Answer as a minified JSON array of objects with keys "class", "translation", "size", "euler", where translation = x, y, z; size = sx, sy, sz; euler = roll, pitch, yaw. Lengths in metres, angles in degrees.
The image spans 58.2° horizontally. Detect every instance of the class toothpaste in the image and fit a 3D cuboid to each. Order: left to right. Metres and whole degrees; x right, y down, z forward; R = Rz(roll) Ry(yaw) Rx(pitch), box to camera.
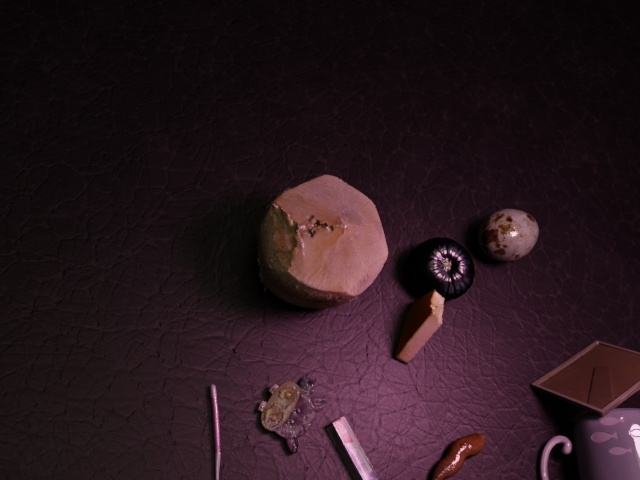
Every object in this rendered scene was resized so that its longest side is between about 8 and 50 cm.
[{"class":"toothpaste","translation":[0.085,0.550,1.469],"size":[0.047,0.040,0.196],"euler":[-23,74,-28]}]

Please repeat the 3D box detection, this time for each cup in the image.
[{"class":"cup","translation":[0.787,0.616,1.579],"size":[0.357,0.259,0.274],"euler":[-5,62,13]}]

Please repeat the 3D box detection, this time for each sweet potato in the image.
[{"class":"sweet potato","translation":[0.365,0.578,1.542],"size":[0.219,0.051,0.065],"euler":[-28,79,-28]}]

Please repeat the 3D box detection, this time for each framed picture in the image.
[{"class":"framed picture","translation":[0.823,0.396,1.693],"size":[0.324,0.241,0.020],"euler":[-23,108,-27]}]

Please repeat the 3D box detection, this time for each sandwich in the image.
[{"class":"sandwich","translation":[0.287,0.239,1.614],"size":[0.058,0.162,0.192],"euler":[29,61,-7]}]

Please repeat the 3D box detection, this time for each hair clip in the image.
[{"class":"hair clip","translation":[-0.073,0.424,1.468],"size":[0.146,0.056,0.187],"euler":[33,62,6]}]

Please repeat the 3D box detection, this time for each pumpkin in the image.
[{"class":"pumpkin","translation":[0.360,0.086,1.725],"size":[0.202,0.140,0.201],"euler":[1,75,-5]}]

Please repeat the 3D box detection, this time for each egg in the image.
[{"class":"egg","translation":[0.607,-0.020,1.841],"size":[0.231,0.169,0.169],"euler":[-16,72,-33]}]

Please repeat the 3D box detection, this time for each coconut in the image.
[{"class":"coconut","translation":[0.000,0.000,1.518],"size":[0.347,0.360,0.345],"euler":[8,65,-17]}]

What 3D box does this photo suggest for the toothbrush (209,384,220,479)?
[{"class":"toothbrush","translation":[-0.249,0.494,1.395],"size":[0.025,0.020,0.286],"euler":[3,65,-27]}]
